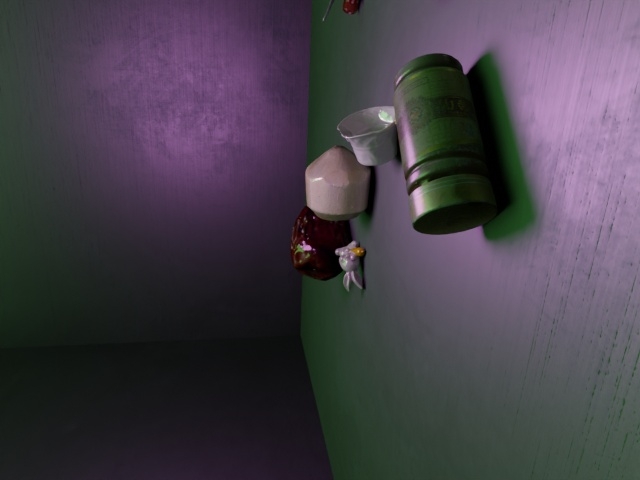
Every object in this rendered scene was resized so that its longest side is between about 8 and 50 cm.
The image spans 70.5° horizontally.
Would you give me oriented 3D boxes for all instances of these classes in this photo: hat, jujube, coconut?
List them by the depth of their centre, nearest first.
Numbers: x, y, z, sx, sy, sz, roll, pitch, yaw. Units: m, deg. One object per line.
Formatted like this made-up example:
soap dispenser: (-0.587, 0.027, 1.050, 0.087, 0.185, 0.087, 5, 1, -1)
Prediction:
hat: (0.157, -0.296, 1.316, 0.203, 0.203, 0.126, -105, -5, -56)
coconut: (0.061, -0.210, 1.628, 0.237, 0.237, 0.265, -109, 22, -62)
jujube: (0.000, 0.000, 1.950, 0.376, 0.258, 0.258, -91, 7, -45)

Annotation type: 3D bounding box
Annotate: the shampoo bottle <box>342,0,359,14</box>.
shampoo bottle: (0.132, -0.957, 1.655, 0.260, 0.064, 0.102, 109, 168, -63)

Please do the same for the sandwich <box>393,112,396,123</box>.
sandwich: (0.231, -0.322, 1.150, 0.162, 0.058, 0.193, 152, 115, -81)

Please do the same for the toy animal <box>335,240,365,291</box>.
toy animal: (0.129, 0.091, 1.740, 0.127, 0.131, 0.181, 58, -162, -33)

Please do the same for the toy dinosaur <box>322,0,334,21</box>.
toy dinosaur: (0.084, -1.015, 1.719, 0.205, 0.092, 0.392, 21, -102, -81)

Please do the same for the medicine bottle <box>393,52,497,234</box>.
medicine bottle: (0.229, -0.185, 0.868, 0.151, 0.151, 0.322, 113, 155, -67)
